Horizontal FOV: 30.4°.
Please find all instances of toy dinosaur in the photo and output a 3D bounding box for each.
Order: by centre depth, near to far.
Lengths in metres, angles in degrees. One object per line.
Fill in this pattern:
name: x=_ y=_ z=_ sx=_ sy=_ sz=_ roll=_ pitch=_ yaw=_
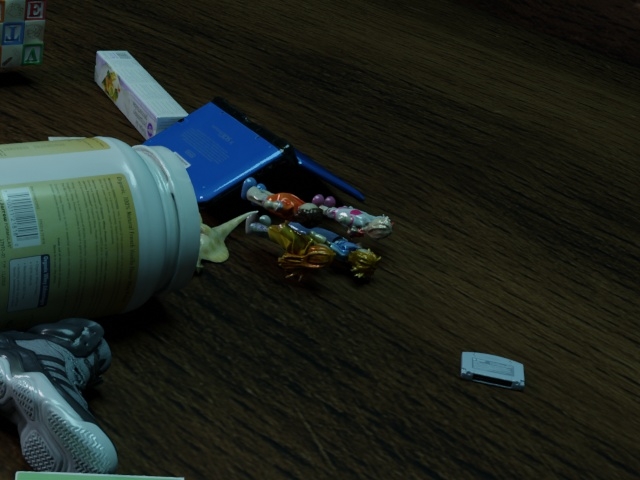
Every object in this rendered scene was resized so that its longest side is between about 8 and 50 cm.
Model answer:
toy dinosaur: x=-0.169 y=-0.003 z=1.719 sx=0.093 sy=0.053 sz=0.183 roll=32 pitch=37 yaw=6

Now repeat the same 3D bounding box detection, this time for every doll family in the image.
doll family: x=0.000 y=0.000 z=1.723 sx=0.163 sy=0.118 sz=0.263 roll=25 pitch=11 yaw=38

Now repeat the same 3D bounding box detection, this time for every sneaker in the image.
sneaker: x=-0.273 y=0.160 z=1.277 sx=0.269 sy=0.101 sz=0.153 roll=28 pitch=33 yaw=35

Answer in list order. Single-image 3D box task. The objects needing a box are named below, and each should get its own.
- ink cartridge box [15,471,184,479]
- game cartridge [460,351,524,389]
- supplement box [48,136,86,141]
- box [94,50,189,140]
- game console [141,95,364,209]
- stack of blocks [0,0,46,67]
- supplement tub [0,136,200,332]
ink cartridge box: x=-0.203 y=0.306 z=1.070 sx=0.171 sy=0.056 sz=0.235 roll=5 pitch=25 yaw=-12
game cartridge: x=0.225 y=0.170 z=1.549 sx=0.083 sy=0.017 sz=0.056 roll=12 pitch=30 yaw=2
supplement box: x=-0.396 y=-0.129 z=1.877 sx=0.062 sy=0.036 sz=0.098 roll=0 pitch=29 yaw=-21
box: x=-0.327 y=-0.259 z=2.130 sx=0.067 sy=0.063 sz=0.324 roll=-7 pitch=31 yaw=-29
game console: x=-0.117 y=-0.110 z=1.926 sx=0.250 sy=0.173 sz=0.293 roll=-33 pitch=33 yaw=-13
stack of blocks: x=-0.639 y=-0.354 z=2.079 sx=0.297 sy=0.171 sz=0.087 roll=-14 pitch=36 yaw=-42
supplement tub: x=-0.331 y=-0.009 z=1.452 sx=0.316 sy=0.228 sz=0.228 roll=-8 pitch=32 yaw=-34
